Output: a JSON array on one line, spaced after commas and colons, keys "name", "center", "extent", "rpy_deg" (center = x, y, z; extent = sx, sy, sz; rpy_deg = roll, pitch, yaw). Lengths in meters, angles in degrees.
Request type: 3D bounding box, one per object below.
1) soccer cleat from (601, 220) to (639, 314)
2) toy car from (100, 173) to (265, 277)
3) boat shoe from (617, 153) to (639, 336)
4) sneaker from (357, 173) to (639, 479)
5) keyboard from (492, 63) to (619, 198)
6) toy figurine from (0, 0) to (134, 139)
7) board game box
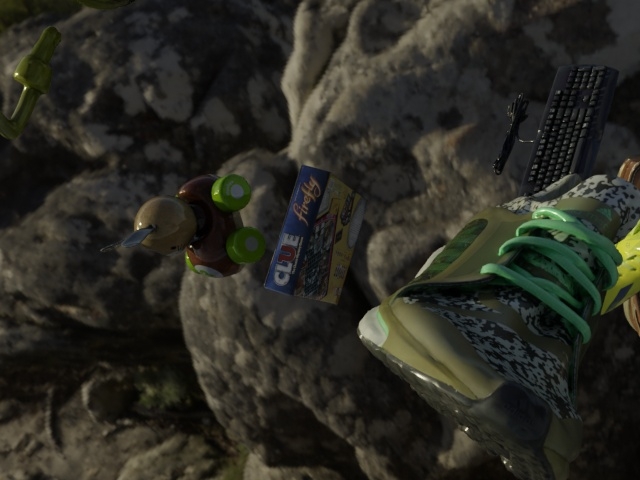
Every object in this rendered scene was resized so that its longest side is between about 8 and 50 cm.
[{"name": "soccer cleat", "center": [0.327, 0.003, 0.984], "extent": [0.289, 0.121, 0.093], "rpy_deg": [-35, 83, 32]}, {"name": "toy car", "center": [-0.201, -0.006, 1.352], "extent": [0.188, 0.149, 0.155], "rpy_deg": [-16, 2, -35]}, {"name": "boat shoe", "center": [0.522, 0.026, 1.490], "extent": [0.122, 0.324, 0.120], "rpy_deg": [-10, 25, 11]}, {"name": "sneaker", "center": [0.147, 0.024, 0.687], "extent": [0.158, 0.410, 0.182], "rpy_deg": [37, 106, 1]}, {"name": "keyboard", "center": [0.393, -0.179, 1.701], "extent": [0.201, 0.033, 0.317], "rpy_deg": [0, 57, 40]}, {"name": "toy figurine", "center": [-0.103, -0.188, 0.353], "extent": [0.217, 0.362, 0.191], "rpy_deg": [10, 62, 30]}, {"name": "board game box", "center": [0.000, 0.000, 1.333], "extent": [0.042, 0.243, 0.165], "rpy_deg": [16, 87, 15]}]
